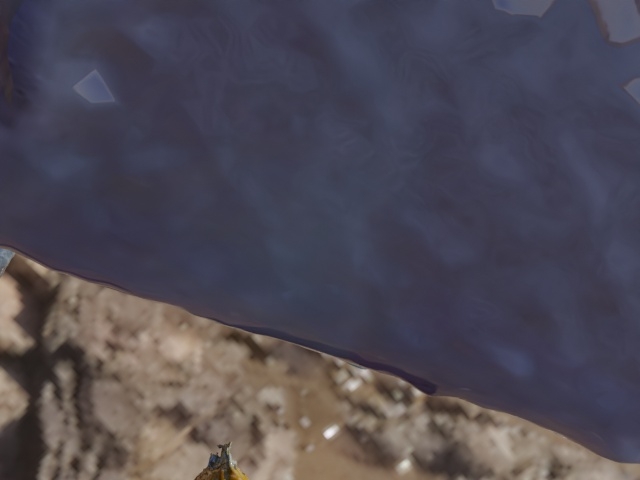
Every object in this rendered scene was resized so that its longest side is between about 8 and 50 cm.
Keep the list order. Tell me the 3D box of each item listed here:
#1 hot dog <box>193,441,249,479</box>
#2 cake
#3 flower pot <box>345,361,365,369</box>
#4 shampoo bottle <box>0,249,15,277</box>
[{"bbox_3d":[-0.040,0.224,0.840,0.109,0.072,0.269,33,49,-80],"label":"hot dog"},{"bbox_3d":[0.037,-0.095,0.673,0.309,0.230,0.237,22,34,-10],"label":"cake"},{"bbox_3d":[0.000,0.000,1.776,0.103,0.108,0.229,-26,111,-24],"label":"flower pot"},{"bbox_3d":[-0.365,0.058,1.906,0.063,0.207,0.057,35,5,22],"label":"shampoo bottle"}]
